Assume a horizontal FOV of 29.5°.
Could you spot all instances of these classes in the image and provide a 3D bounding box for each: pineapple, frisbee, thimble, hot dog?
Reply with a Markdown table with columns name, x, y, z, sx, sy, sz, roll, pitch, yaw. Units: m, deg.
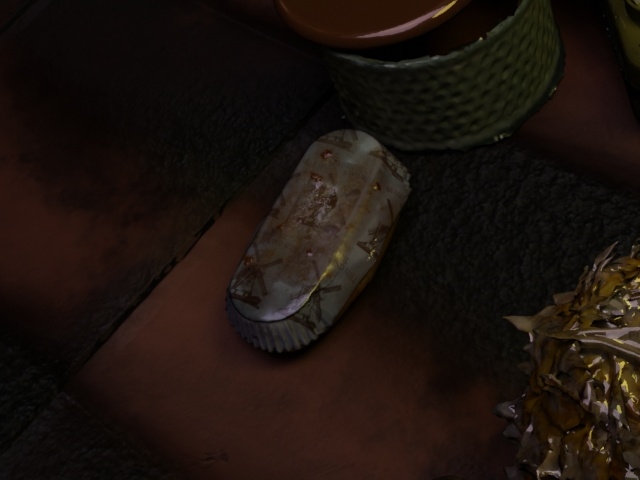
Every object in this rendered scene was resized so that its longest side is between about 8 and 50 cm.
| name | x | y | z | sx | sy | sz | roll | pitch | yaw |
| --- | --- | --- | --- | --- | --- | --- | --- | --- | --- |
| pineapple | 0.300 | 0.151 | 0.930 | 0.352 | 0.300 | 0.352 | -8 | 50 | 9 |
| frisbee | 0.065 | -0.301 | 1.298 | 0.250 | 0.021 | 0.251 | -9 | 55 | 13 |
| thimble | 0.129 | -0.242 | 1.340 | 0.270 | 0.150 | 0.271 | -9 | 54 | 13 |
| hot dog | 0.000 | 0.000 | 1.270 | 0.144 | 0.075 | 0.268 | 23 | 64 | 26 |

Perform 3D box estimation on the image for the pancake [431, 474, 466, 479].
| name | x | y | z | sx | sy | sz | roll | pitch | yaw |
| --- | --- | --- | --- | --- | --- | --- | --- | --- | --- |
| pancake | 0.052 | 0.292 | 0.988 | 0.250 | 0.031 | 0.250 | -49 | 12 | 15 |

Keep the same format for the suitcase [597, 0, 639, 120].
| name | x | y | z | sx | sy | sz | roll | pitch | yaw |
| --- | --- | --- | --- | --- | --- | --- | --- | --- | --- |
| suitcase | 0.390 | -0.249 | 1.257 | 0.194 | 0.143 | 0.235 | -14 | 54 | 10 |
